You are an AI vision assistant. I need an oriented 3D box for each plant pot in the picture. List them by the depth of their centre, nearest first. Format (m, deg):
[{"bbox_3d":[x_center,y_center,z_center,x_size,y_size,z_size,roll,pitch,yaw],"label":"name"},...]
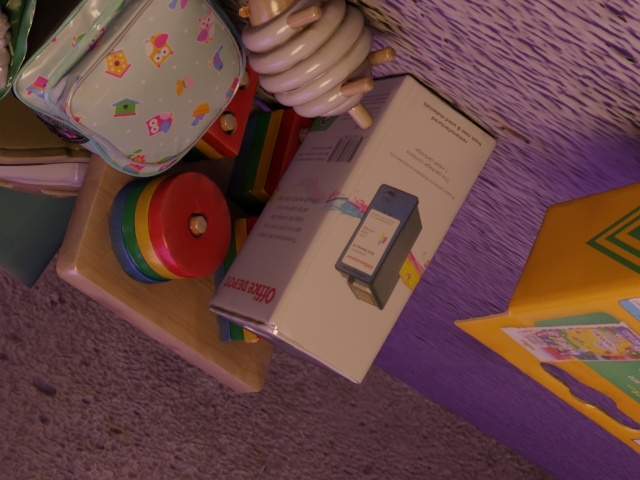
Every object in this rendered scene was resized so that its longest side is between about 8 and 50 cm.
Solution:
[{"bbox_3d":[-0.420,-0.119,1.839,0.293,0.235,0.293,39,173,6],"label":"plant pot"}]

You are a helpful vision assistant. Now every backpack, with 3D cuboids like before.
[{"bbox_3d":[-0.143,-0.139,1.058,0.144,0.166,0.188,38,178,30],"label":"backpack"}]

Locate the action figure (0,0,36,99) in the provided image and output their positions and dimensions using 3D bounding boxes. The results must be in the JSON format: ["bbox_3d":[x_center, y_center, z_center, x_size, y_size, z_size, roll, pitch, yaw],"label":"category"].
[{"bbox_3d":[-0.229,-0.182,0.941,0.137,0.232,0.063,34,-151,32],"label":"action figure"}]

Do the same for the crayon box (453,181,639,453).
[{"bbox_3d":[0.253,0.047,0.769,0.203,0.083,0.323,35,155,-21],"label":"crayon box"}]

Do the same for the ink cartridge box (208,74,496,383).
[{"bbox_3d":[0.019,-0.011,1.059,0.093,0.212,0.154,34,171,-20],"label":"ink cartridge box"}]

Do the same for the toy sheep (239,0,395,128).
[{"bbox_3d":[-0.003,-0.125,0.924,0.132,0.091,0.091,55,163,-21],"label":"toy sheep"}]

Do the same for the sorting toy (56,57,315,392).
[{"bbox_3d":[-0.083,-0.030,1.233,0.089,0.255,0.257,-7,148,36],"label":"sorting toy"}]

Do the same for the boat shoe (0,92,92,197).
[{"bbox_3d":[-0.214,-0.096,1.257,0.302,0.113,0.103,8,165,-41],"label":"boat shoe"}]
